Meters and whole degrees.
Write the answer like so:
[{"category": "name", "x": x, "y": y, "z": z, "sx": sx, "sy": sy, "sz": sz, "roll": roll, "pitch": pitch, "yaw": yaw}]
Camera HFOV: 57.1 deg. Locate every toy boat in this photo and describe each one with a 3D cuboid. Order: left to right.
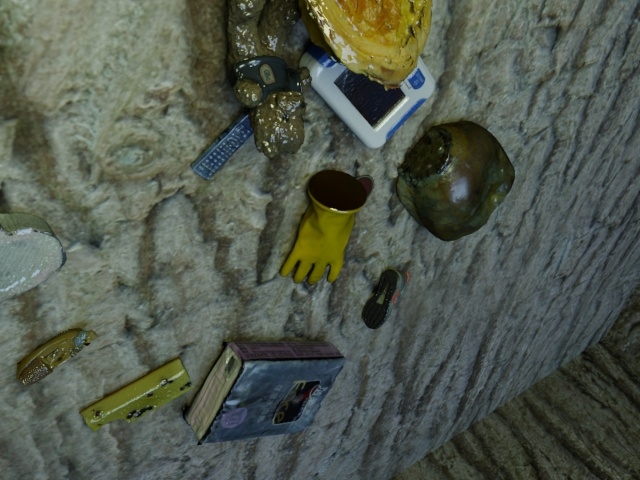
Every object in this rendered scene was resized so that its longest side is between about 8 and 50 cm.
[{"category": "toy boat", "x": -0.467, "y": 0.203, "z": 1.044, "sx": 0.149, "sy": 0.049, "sz": 0.047, "roll": -34, "pitch": 142, "yaw": -12}]

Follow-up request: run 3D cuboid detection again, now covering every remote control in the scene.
[{"category": "remote control", "x": -0.151, "y": -0.167, "z": 0.985, "sx": 0.152, "sy": 0.027, "sz": 0.043, "roll": -45, "pitch": 150, "yaw": 6}]

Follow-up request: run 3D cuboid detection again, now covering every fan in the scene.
[{"category": "fan", "x": 0.067, "y": -0.088, "z": 1.279, "sx": 0.133, "sy": 0.005, "sz": 0.085, "roll": -48, "pitch": 144, "yaw": 6}]

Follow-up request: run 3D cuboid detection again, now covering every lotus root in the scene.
[{"category": "lotus root", "x": 0.318, "y": -0.147, "z": 1.338, "sx": 0.267, "sy": 0.149, "sz": 0.260, "roll": -48, "pitch": 144, "yaw": 3}]

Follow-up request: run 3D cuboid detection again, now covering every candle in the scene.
[{"category": "candle", "x": -0.481, "y": 0.028, "z": 0.841, "sx": 0.192, "sy": 0.068, "sz": 0.169, "roll": 23, "pitch": 106, "yaw": -49}]

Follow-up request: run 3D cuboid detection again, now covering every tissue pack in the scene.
[{"category": "tissue pack", "x": -0.127, "y": 0.366, "z": 1.461, "sx": 0.361, "sy": 0.122, "sz": 0.259, "roll": 13, "pitch": 114, "yaw": -46}]

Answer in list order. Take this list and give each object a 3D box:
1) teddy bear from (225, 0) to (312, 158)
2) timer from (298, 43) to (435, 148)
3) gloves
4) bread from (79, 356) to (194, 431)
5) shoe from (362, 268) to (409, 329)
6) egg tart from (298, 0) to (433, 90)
[{"category": "teddy bear", "x": -0.081, "y": -0.250, "z": 0.874, "sx": 0.182, "sy": 0.129, "sz": 0.252, "roll": -22, "pitch": 111, "yaw": -44}, {"category": "timer", "x": 0.084, "y": -0.290, "z": 1.034, "sx": 0.178, "sy": 0.078, "sz": 0.253, "roll": -44, "pitch": 142, "yaw": 7}, {"category": "gloves", "x": -0.001, "y": 0.000, "z": 1.245, "sx": 0.133, "sy": 0.116, "sz": 0.294, "roll": 9, "pitch": 135, "yaw": -11}, {"category": "bread", "x": -0.385, "y": 0.336, "z": 1.252, "sx": 0.226, "sy": 0.049, "sz": 0.088, "roll": -28, "pitch": 141, "yaw": -18}, {"category": "shoe", "x": 0.182, "y": 0.159, "z": 1.579, "sx": 0.077, "sy": 0.074, "sz": 0.195, "roll": -9, "pitch": 130, "yaw": -44}, {"category": "egg tart", "x": 0.051, "y": -0.352, "z": 0.825, "sx": 0.297, "sy": 0.132, "sz": 0.297, "roll": 5, "pitch": 84, "yaw": -44}]
